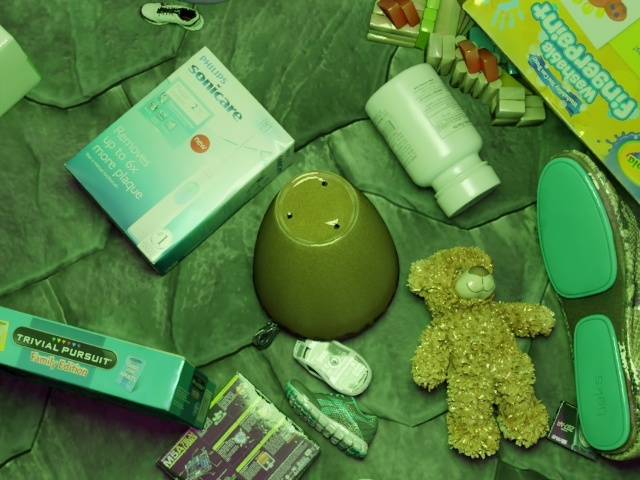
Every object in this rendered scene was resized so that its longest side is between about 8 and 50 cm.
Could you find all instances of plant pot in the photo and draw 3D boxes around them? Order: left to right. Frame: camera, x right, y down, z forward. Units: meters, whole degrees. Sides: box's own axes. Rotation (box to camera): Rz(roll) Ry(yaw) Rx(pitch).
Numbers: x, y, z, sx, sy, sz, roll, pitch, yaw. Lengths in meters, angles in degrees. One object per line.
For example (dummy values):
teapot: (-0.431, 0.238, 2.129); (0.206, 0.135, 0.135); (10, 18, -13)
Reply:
plant pot: (0.000, 0.000, 1.587); (0.237, 0.254, 0.237); (-2, 68, 4)

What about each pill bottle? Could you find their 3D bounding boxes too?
pill bottle: (0.185, -0.158, 1.704); (0.131, 0.131, 0.229); (-32, 82, -7)

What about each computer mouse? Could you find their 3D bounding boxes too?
computer mouse: (-0.005, 0.179, 1.684); (0.193, 0.042, 0.106); (38, 76, 11)

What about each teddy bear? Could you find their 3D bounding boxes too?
teddy bear: (0.253, 0.169, 1.657); (0.245, 0.113, 0.338); (4, 80, -3)

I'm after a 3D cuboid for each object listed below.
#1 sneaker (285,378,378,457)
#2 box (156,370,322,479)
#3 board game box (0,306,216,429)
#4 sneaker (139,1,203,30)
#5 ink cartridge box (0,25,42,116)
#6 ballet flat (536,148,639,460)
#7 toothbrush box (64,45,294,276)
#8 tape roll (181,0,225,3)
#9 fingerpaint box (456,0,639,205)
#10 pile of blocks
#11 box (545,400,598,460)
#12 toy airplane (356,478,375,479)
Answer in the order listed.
sneaker: (0.020, 0.266, 1.665); (0.166, 0.065, 0.076); (39, 64, 2)
box: (-0.125, 0.334, 1.649); (0.184, 0.045, 0.191); (40, 82, 8)
board game box: (-0.340, 0.182, 1.543); (0.336, 0.254, 0.079); (15, 76, 8)
sneaker: (-0.251, -0.383, 1.779); (0.109, 0.044, 0.040); (9, 81, 2)
ink cartridge box: (-0.594, -0.343, 1.682); (0.273, 0.198, 0.115); (44, 83, 7)
ballet flat: (0.459, 0.095, 1.663); (0.182, 0.164, 0.483); (-6, 83, -37)
toothbrush box: (-0.217, -0.124, 1.690); (0.295, 0.126, 0.216); (-41, 83, -10)
tape roll: (-0.200, -0.544, 1.787); (0.274, 0.090, 0.275); (0, 79, -2)
fingerpaint box: (0.492, -0.327, 1.617); (0.371, 0.163, 0.445); (-43, 100, 14)
pile of blocks: (0.237, -0.327, 1.747); (0.362, 0.112, 0.149); (36, 81, 4)
box: (0.409, 0.302, 1.682); (0.083, 0.018, 0.067); (26, 79, 3)
toy airplane: (-0.084, 0.519, 1.475); (0.384, 0.272, 0.386); (7, 79, -10)
